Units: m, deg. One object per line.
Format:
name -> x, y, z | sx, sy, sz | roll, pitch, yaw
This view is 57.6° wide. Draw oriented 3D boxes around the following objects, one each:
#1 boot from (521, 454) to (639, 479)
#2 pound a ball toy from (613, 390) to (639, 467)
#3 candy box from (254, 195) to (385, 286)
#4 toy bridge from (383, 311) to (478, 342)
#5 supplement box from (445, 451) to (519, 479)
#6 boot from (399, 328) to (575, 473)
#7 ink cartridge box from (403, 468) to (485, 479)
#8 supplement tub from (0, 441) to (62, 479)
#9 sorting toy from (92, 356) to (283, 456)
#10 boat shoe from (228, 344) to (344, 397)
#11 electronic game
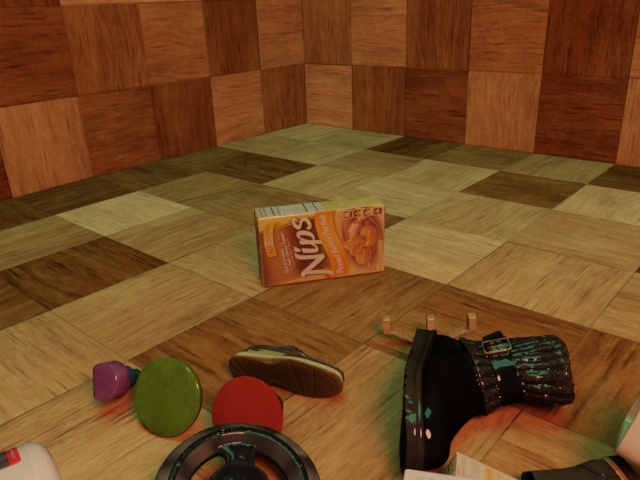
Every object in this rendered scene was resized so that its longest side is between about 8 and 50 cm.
boot -> 0.350, 0.352, 0.729 | 0.137, 0.077, 0.198 | -7, 9, 1
pound a ball toy -> 0.561, 0.297, 0.741 | 0.319, 0.136, 0.208 | 29, 19, 26
candy box -> 0.000, 0.000, 1.459 | 0.316, 0.183, 0.087 | -7, 22, -12
toy bridge -> 0.219, 0.178, 1.159 | 0.188, 0.063, 0.026 | -2, 22, 5
supplement box -> 0.217, 0.334, 0.775 | 0.098, 0.036, 0.062 | 24, 26, 5
boot -> 0.264, 0.241, 0.913 | 0.260, 0.131, 0.348 | 4, 23, 15
ink cartridge box -> 0.196, 0.364, 0.670 | 0.212, 0.093, 0.154 | 1, 23, 13
supplement tub -> -0.409, 0.356, 0.620 | 0.272, 0.191, 0.191 | -17, 26, -32
sorting toy -> -0.208, 0.261, 0.989 | 0.365, 0.127, 0.126 | 6, -3, 21
boat shoe -> -0.056, 0.224, 1.054 | 0.223, 0.080, 0.073 | 2, 27, 23
electronic game -> -0.109, 0.341, 0.777 | 0.229, 0.048, 0.229 | 6, 34, -4
